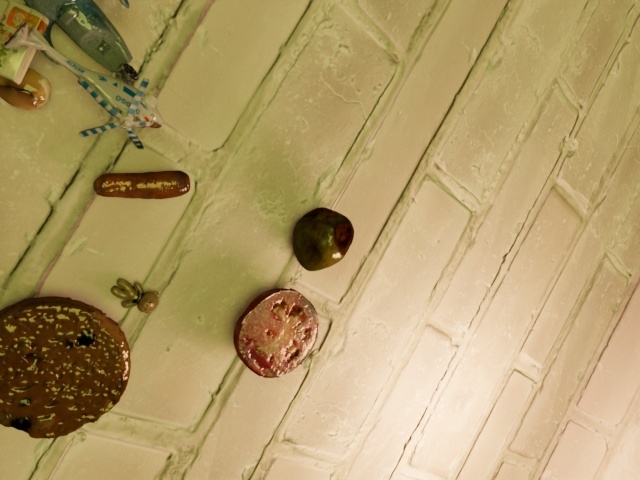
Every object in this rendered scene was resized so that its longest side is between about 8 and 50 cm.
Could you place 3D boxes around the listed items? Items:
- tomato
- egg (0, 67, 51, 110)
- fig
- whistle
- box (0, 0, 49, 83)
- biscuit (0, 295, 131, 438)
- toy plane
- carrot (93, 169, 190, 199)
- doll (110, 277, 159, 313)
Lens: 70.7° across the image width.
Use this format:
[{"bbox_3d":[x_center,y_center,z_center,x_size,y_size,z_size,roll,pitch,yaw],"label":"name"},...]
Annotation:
[{"bbox_3d":[-0.112,0.218,1.109,0.225,0.085,0.225,-6,101,-30],"label":"tomato"},{"bbox_3d":[-0.517,-0.264,0.783,0.083,0.071,0.071,12,95,-21],"label":"egg"},{"bbox_3d":[0.000,0.000,1.104,0.144,0.154,0.166,8,129,-45],"label":"fig"},{"bbox_3d":[-0.442,-0.410,0.779,0.180,0.093,0.269,-37,119,10],"label":"whistle"},{"bbox_3d":[-0.571,-0.356,0.717,0.220,0.032,0.122,24,88,-12],"label":"box"},{"bbox_3d":[-0.526,0.244,0.891,0.296,0.075,0.296,-6,105,-22],"label":"biscuit"},{"bbox_3d":[-0.404,-0.276,0.807,0.273,0.182,0.107,20,48,-36],"label":"toy plane"},{"bbox_3d":[-0.358,-0.111,0.915,0.186,0.060,0.060,-7,105,-24],"label":"carrot"},{"bbox_3d":[-0.395,0.120,0.965,0.093,0.051,0.061,32,86,-1],"label":"doll"}]
